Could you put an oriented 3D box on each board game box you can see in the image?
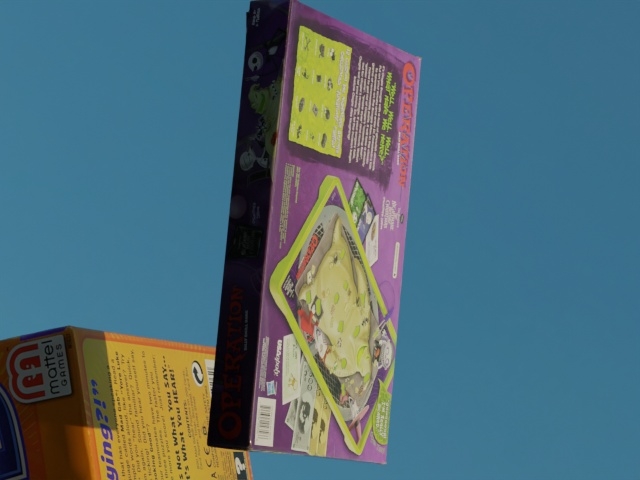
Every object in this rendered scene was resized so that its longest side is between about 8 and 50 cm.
[{"bbox_3d":[-0.285,0.299,1.817,0.356,0.356,0.356,-13,-101,19],"label":"board game box"},{"bbox_3d":[0.000,0.000,1.516,0.056,0.208,0.346,0,-99,37],"label":"board game box"}]
